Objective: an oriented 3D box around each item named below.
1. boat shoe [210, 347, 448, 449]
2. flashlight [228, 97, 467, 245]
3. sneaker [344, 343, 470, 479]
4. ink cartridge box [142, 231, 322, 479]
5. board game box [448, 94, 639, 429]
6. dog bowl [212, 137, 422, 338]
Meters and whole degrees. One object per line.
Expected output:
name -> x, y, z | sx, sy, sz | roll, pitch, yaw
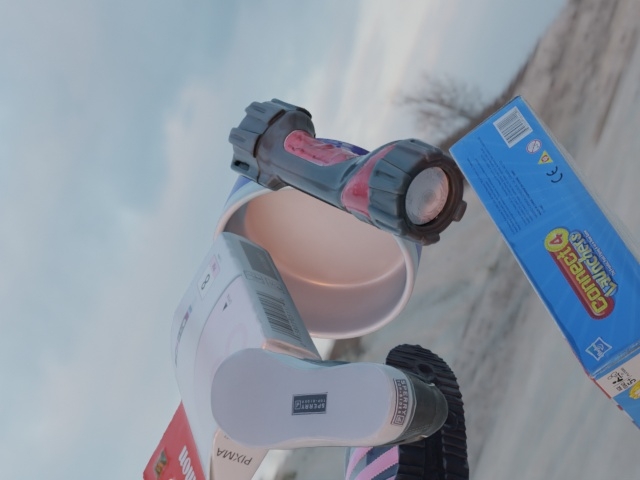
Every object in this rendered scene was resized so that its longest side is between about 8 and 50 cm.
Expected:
boat shoe -> 0.000, 0.079, 0.655 | 0.142, 0.040, 0.049 | -2, 78, 50
flashlight -> 0.022, -0.085, 1.452 | 0.103, 0.304, 0.103 | -18, -62, -31
sneaker -> 0.073, 0.257, 1.314 | 0.131, 0.112, 0.319 | -54, 19, 42
ink cartridge box -> -0.094, 0.133, 1.078 | 0.232, 0.066, 0.189 | -56, 26, 13
board game box -> 0.276, 0.060, 1.260 | 0.086, 0.302, 0.308 | -37, 43, 11
dog bowl -> 0.000, 0.000, 1.788 | 0.104, 0.264, 0.265 | -71, -5, -47
